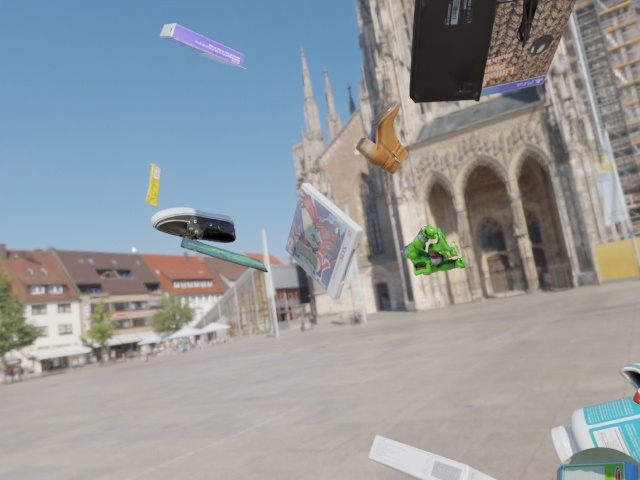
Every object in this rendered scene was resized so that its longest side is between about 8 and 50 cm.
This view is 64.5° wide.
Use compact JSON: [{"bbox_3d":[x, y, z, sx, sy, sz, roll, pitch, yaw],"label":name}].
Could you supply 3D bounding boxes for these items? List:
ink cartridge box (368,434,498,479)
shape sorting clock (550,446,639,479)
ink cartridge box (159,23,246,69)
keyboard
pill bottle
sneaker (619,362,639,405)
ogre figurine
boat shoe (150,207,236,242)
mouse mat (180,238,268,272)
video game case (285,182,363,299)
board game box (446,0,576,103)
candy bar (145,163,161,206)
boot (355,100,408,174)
[{"bbox_3d":[0.300,0.559,1.185,0.261,0.066,0.296,35,-23,-26],"label":"ink cartridge box"},{"bbox_3d":[0.459,0.444,0.833,0.040,0.206,0.206,31,-20,-12],"label":"shape sorting clock"},{"bbox_3d":[-0.320,-0.537,1.402,0.206,0.045,0.208,14,15,-32],"label":"ink cartridge box"},{"bbox_3d":[0.242,-0.362,0.767,0.202,0.033,0.317,-2,-49,0],"label":"keyboard"},{"bbox_3d":[0.644,0.417,1.082,0.264,0.146,0.146,-26,-16,27],"label":"pill bottle"},{"bbox_3d":[0.485,0.238,0.711,0.076,0.161,0.057,1,-53,-7],"label":"sneaker"},{"bbox_3d":[0.293,0.036,1.343,0.118,0.096,0.197,-27,-25,26],"label":"ogre figurine"},{"bbox_3d":[-0.195,-0.020,0.800,0.142,0.040,0.049,3,-40,-41],"label":"boat shoe"},{"bbox_3d":[-0.211,0.030,1.112,0.190,0.007,0.152,19,3,-15],"label":"mouse mat"},{"bbox_3d":[0.000,0.000,1.118,0.023,0.201,0.183,-9,-52,-37],"label":"video game case"},{"bbox_3d":[0.367,-0.457,1.049,0.232,0.141,0.291,-13,-30,-2],"label":"board game box"},{"bbox_3d":[-0.504,-0.171,1.534,0.018,0.161,0.040,-29,-41,25],"label":"candy bar"},{"bbox_3d":[0.220,-0.317,1.580,0.152,0.197,0.073,33,12,-21],"label":"boot"}]
